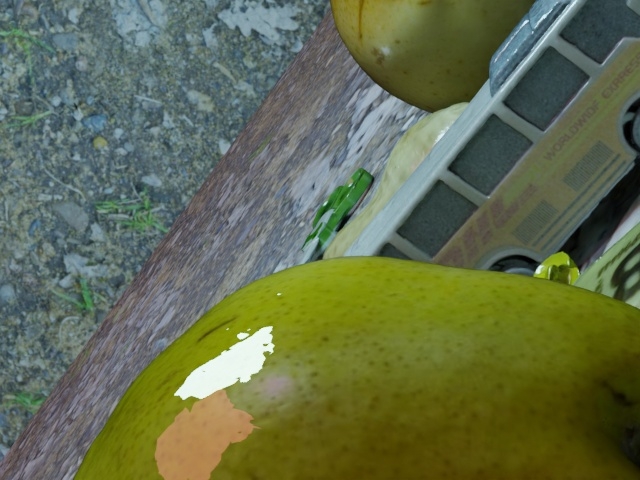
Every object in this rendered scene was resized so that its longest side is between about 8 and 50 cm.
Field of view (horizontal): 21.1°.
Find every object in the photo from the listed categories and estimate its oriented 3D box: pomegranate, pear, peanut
[{"bbox_3d":[0.156,-0.249,1.498,0.319,0.319,0.319,-51,12,15],"label":"pomegranate"},{"bbox_3d":[0.030,0.133,0.874,0.336,0.285,0.285,-47,13,22],"label":"pear"},{"bbox_3d":[0.091,-0.015,1.438,0.253,0.122,0.137,-53,28,22],"label":"peanut"}]

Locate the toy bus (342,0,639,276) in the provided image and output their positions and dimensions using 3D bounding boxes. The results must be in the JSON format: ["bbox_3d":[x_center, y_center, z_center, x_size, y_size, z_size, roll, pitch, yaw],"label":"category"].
[{"bbox_3d":[0.156,-0.060,1.258,0.342,0.138,0.097,-52,9,21],"label":"toy bus"}]

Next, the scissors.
[{"bbox_3d":[0.000,0.000,2.005,0.101,0.027,0.204,-43,14,49],"label":"scissors"}]

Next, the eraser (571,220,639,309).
[{"bbox_3d":[0.208,0.024,1.000,0.172,0.058,0.117,-47,13,34],"label":"eraser"}]

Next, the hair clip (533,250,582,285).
[{"bbox_3d":[0.138,0.080,1.154,0.072,0.046,0.173,-24,32,50],"label":"hair clip"}]
